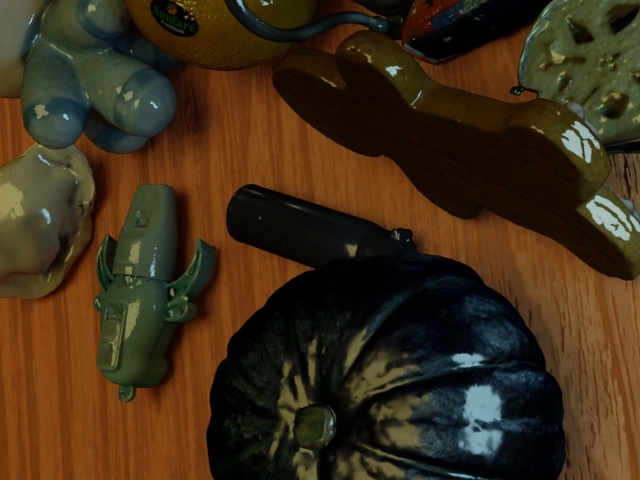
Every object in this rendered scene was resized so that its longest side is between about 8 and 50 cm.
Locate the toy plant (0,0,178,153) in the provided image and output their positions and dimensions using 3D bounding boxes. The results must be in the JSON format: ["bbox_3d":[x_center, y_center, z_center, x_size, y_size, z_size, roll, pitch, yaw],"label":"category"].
[{"bbox_3d":[-0.305,-0.233,1.701,0.332,0.247,0.247,33,103,31],"label":"toy plant"}]

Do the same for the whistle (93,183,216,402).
[{"bbox_3d":[-0.223,0.065,1.674,0.186,0.093,0.273,3,81,39],"label":"whistle"}]

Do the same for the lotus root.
[{"bbox_3d":[0.294,-0.158,1.313,0.204,0.078,0.183,6,76,35],"label":"lotus root"}]

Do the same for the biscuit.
[{"bbox_3d":[0.121,-0.112,1.324,0.432,0.283,0.064,25,72,41],"label":"biscuit"}]

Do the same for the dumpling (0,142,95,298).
[{"bbox_3d":[-0.389,-0.022,1.791,0.250,0.162,0.132,-51,20,7],"label":"dumpling"}]

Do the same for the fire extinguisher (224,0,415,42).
[{"bbox_3d":[0.004,-0.293,1.365,0.113,0.376,0.200,-30,63,31],"label":"fire extinguisher"}]

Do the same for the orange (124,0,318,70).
[{"bbox_3d":[-0.113,-0.306,1.562,0.236,0.236,0.236,-7,79,37],"label":"orange"}]

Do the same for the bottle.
[{"bbox_3d":[0.000,0.000,1.517,0.244,0.072,0.082,17,98,38],"label":"bottle"}]

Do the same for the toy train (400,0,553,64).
[{"bbox_3d":[0.253,-0.302,1.359,0.409,0.086,0.089,-25,67,33],"label":"toy train"}]

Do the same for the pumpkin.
[{"bbox_3d":[0.063,0.185,1.321,0.363,0.266,0.363,-11,72,37],"label":"pumpkin"}]
